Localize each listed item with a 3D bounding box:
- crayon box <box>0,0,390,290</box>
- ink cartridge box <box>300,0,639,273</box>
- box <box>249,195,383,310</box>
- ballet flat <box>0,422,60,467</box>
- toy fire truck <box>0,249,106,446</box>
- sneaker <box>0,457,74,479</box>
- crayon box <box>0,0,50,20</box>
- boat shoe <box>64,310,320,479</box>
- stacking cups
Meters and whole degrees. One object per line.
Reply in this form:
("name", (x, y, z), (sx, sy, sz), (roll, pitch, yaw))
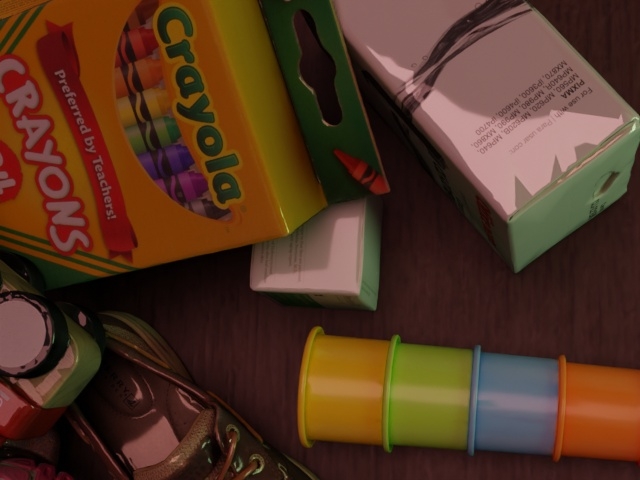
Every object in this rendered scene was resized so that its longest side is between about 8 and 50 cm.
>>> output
("crayon box", (-0.129, -0.086, 0.755), (0.319, 0.081, 0.202), (-13, 102, 27))
("ink cartridge box", (0.102, -0.123, 0.787), (0.114, 0.197, 0.273), (-40, 73, 2))
("box", (0.000, 0.000, 0.828), (0.087, 0.101, 0.102), (1, 79, 11))
("ballet flat", (-0.366, 0.168, 0.873), (0.316, 0.107, 0.106), (-6, 56, 4))
("toy fire truck", (-0.303, 0.102, 0.742), (0.217, 0.158, 0.246), (38, 86, 7))
("sneaker", (-0.196, 0.237, 0.804), (0.075, 0.063, 0.170), (-43, 112, 8))
("crayon box", (-0.329, -0.114, 0.928), (0.278, 0.081, 0.165), (-17, 74, 6))
("boat shoe", (-0.097, 0.177, 0.794), (0.123, 0.123, 0.342), (-44, 73, -1))
("stacking cups", (0.144, 0.125, 0.775), (0.316, 0.096, 0.096), (5, 78, 12))
